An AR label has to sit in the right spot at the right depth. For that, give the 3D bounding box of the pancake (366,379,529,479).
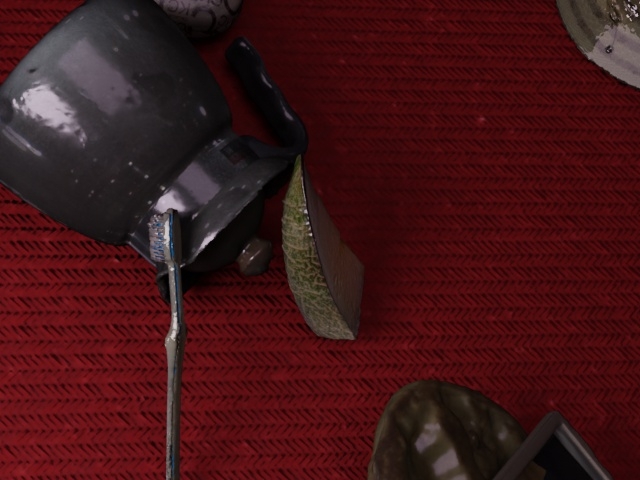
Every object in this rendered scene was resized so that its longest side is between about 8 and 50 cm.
[{"bbox_3d":[0.140,0.267,1.506,0.294,0.049,0.294,28,45,-32],"label":"pancake"}]

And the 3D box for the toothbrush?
[{"bbox_3d":[-0.131,0.116,1.515,0.028,0.026,0.294,1,100,20],"label":"toothbrush"}]

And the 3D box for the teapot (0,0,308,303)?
[{"bbox_3d":[-0.145,-0.075,1.631,0.285,0.305,0.223,44,104,3],"label":"teapot"}]

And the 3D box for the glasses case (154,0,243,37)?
[{"bbox_3d":[-0.132,-0.371,1.811,0.137,0.085,0.354,10,62,-8],"label":"glasses case"}]

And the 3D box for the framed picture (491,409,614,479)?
[{"bbox_3d":[0.252,0.298,1.529,0.265,0.018,0.192,50,40,-1],"label":"framed picture"}]

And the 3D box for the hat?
[{"bbox_3d":[0.388,-0.287,1.866,0.252,0.110,0.252,5,62,-9],"label":"hat"}]

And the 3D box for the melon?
[{"bbox_3d":[-0.002,0.007,1.605,0.054,0.182,0.098,3,55,26],"label":"melon"}]
